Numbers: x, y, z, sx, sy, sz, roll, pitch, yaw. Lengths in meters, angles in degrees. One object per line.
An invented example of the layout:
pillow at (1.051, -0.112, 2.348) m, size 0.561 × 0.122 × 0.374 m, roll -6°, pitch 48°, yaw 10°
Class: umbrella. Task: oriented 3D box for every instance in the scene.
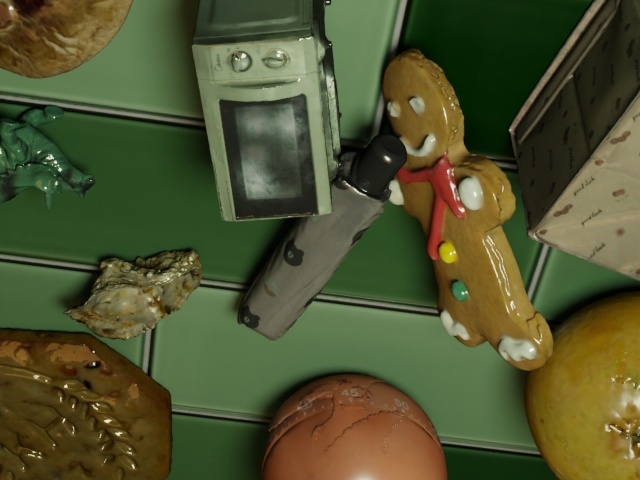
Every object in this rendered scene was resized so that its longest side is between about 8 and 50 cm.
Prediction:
umbrella at (0.000, 0.000, 1.395) m, size 0.073 × 0.067 × 0.337 m, roll 19°, pitch 137°, yaw -16°

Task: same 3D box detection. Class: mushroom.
mushroom at (-0.284, -0.281, 1.158) m, size 0.278 × 0.146 × 0.278 m, roll 6°, pitch 113°, yaw 15°

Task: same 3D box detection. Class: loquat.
loquat at (0.368, 0.182, 1.466) m, size 0.263 × 0.263 × 0.263 m, roll 1°, pitch 128°, yaw 1°

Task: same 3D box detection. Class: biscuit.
biscuit at (0.129, -0.030, 1.313) m, size 0.047 × 0.216 × 0.339 m, roll -25°, pitch 108°, yaw -22°
biscuit at (-0.361, 0.247, 1.647) m, size 0.359 × 0.046 × 0.359 m, roll 1°, pitch 127°, yaw 1°

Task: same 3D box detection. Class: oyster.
oyster at (-0.213, 0.059, 1.487) m, size 0.177 × 0.056 × 0.105 m, roll -34°, pitch 132°, yaw 26°

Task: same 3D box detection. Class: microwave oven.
microwave oven at (-0.045, -0.144, 1.253) m, size 0.129 × 0.163 × 0.205 m, roll -3°, pitch 129°, yaw 4°

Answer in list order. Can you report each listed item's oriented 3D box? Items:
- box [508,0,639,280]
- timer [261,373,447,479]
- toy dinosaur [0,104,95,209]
box at (0.374, -0.085, 1.277) m, size 0.297 × 0.190 × 0.225 m, roll 21°, pitch 127°, yaw -14°
timer at (0.040, 0.283, 1.562) m, size 0.230 × 0.215 × 0.229 m, roll -3°, pitch 127°, yaw -4°
toy dinosaur at (-0.370, -0.123, 1.334) m, size 0.292 × 0.079 × 0.120 m, roll 35°, pitch 120°, yaw -19°
